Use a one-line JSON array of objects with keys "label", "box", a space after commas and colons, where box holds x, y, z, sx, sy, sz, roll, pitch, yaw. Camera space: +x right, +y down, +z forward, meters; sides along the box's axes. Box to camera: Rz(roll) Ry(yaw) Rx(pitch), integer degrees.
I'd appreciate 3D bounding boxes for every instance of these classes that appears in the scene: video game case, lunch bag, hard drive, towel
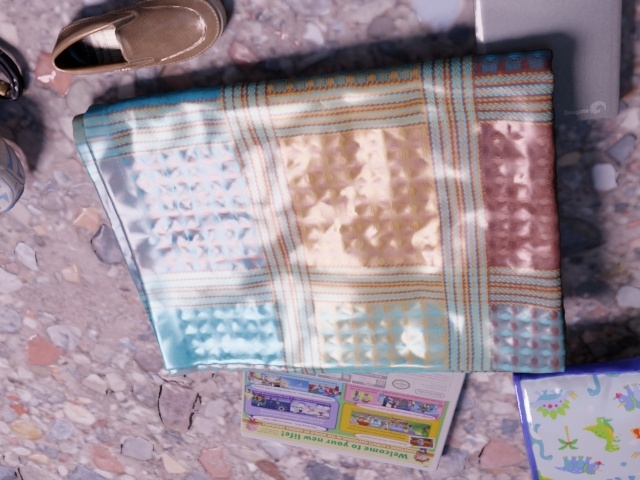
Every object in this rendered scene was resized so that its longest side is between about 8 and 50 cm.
[{"label": "video game case", "box": [0.028, 0.143, 0.720, 0.212, 0.023, 0.193, 9, 126, 4]}, {"label": "lunch bag", "box": [0.244, 0.158, 0.643, 0.128, 0.096, 0.151, -10, 132, 18]}, {"label": "hard drive", "box": [0.153, -0.144, 0.494, 0.094, 0.022, 0.135, -4, 124, 14]}, {"label": "towel", "box": [0.000, 0.000, 0.587, 0.370, 0.040, 0.271, -3, 119, 18]}]

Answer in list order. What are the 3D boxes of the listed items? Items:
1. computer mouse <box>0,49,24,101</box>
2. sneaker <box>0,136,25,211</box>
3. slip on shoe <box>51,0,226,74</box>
[{"label": "computer mouse", "box": [-0.354, -0.159, 0.572, 0.242, 0.041, 0.071, 18, 125, -2]}, {"label": "sneaker", "box": [-0.362, -0.081, 0.608, 0.237, 0.085, 0.086, 22, 152, 4]}, {"label": "slip on shoe", "box": [-0.135, -0.149, 0.535, 0.135, 0.041, 0.051, -3, 124, 13]}]
